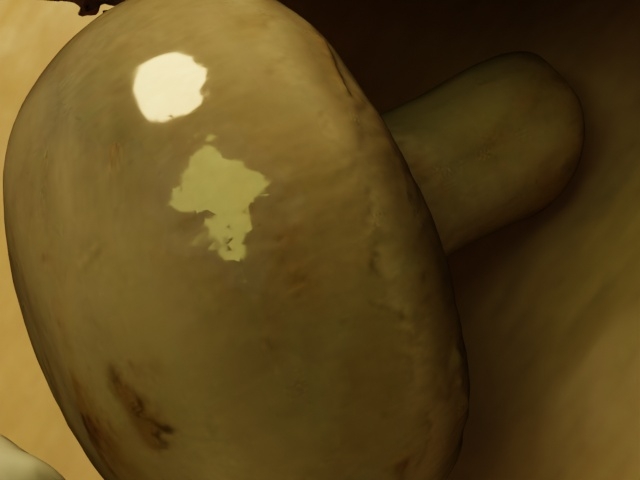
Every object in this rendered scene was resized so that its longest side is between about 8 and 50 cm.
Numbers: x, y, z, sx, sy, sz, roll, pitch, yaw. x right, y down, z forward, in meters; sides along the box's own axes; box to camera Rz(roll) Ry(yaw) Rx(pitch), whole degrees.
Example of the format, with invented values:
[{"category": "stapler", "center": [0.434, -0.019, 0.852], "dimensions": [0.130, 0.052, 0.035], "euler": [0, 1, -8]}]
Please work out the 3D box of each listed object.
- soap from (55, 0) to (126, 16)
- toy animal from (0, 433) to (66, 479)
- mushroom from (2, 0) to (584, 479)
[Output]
[{"category": "soap", "center": [0.026, -0.135, 0.700], "dimensions": [0.259, 0.181, 0.081], "euler": [-3, 94, 26]}, {"category": "toy animal", "center": [-0.060, 0.194, 0.602], "dimensions": [0.367, 0.196, 0.241], "euler": [9, 77, 31]}, {"category": "mushroom", "center": [0.000, 0.000, 0.677], "dimensions": [0.215, 0.207, 0.207], "euler": [-25, 54, -24]}]
